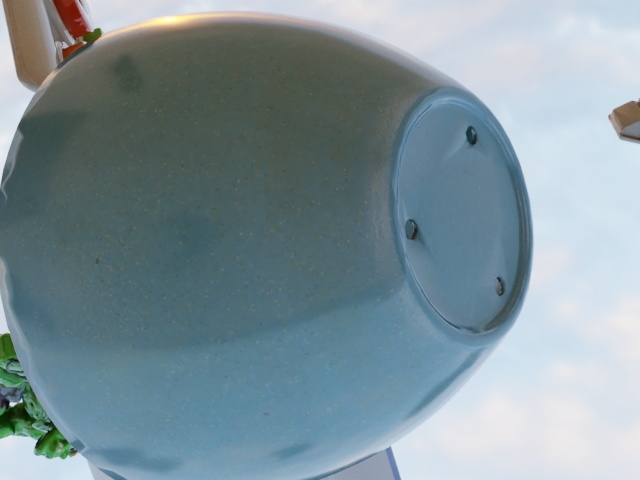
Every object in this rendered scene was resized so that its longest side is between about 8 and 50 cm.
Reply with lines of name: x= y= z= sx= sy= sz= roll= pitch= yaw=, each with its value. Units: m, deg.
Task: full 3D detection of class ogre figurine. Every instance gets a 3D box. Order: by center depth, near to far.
ogre figurine: x=-0.237 y=0.122 z=0.888 sx=0.197 sy=0.118 sz=0.097 roll=-55 pitch=-139 yaw=32

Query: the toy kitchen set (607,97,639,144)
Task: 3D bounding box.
toy kitchen set: x=0.225 y=-0.095 z=0.684 sx=0.068 sy=0.075 sz=0.083 roll=10 pitch=-145 yaw=-11

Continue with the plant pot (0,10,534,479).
plant pot: x=0.000 y=0.000 z=0.615 sx=0.195 sy=0.290 sz=0.290 roll=-9 pitch=-145 yaw=40

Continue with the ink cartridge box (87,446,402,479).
ink cartridge box: x=-0.107 y=0.216 z=1.087 sx=0.151 sy=0.270 sz=0.395 roll=-30 pitch=-159 yaw=-37

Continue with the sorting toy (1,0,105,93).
sorting toy: x=-0.173 y=-0.126 z=0.837 sx=0.038 sy=0.208 sz=0.193 roll=-23 pitch=-123 yaw=5
